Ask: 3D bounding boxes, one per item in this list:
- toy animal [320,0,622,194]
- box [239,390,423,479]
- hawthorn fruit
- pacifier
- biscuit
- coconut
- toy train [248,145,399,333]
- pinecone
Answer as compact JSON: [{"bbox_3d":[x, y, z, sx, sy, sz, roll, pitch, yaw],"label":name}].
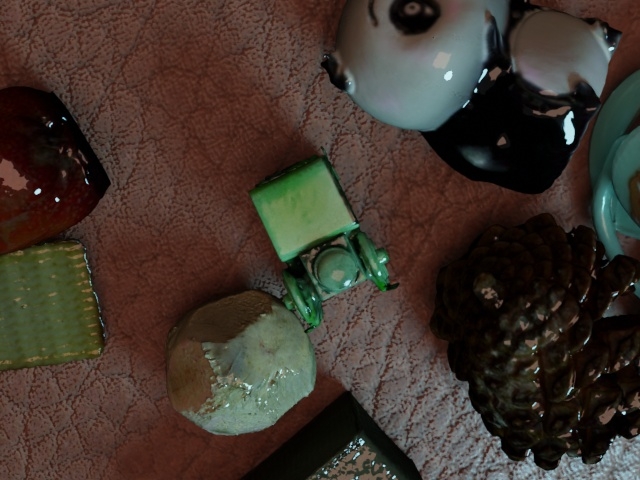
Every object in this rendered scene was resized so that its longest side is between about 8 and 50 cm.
[{"bbox_3d":[0.166,-0.203,1.374,0.310,0.251,0.250,27,98,1],"label":"toy animal"},{"bbox_3d":[-0.014,0.346,1.484,0.273,0.184,0.143,-42,100,4],"label":"box"},{"bbox_3d":[-0.375,-0.072,1.396,0.251,0.189,0.189,-30,102,24],"label":"hawthorn fruit"},{"bbox_3d":[0.490,-0.056,1.438,0.269,0.343,0.288,-3,134,-40],"label":"pacifier"},{"bbox_3d":[-0.405,0.085,1.471,0.255,0.029,0.172,-7,114,-2],"label":"biscuit"},{"bbox_3d":[-0.104,0.153,1.448,0.195,0.194,0.194,-1,101,-4],"label":"coconut"},{"bbox_3d":[0.000,0.000,1.399,0.133,0.243,0.188,-25,86,1],"label":"toy train"},{"bbox_3d":[0.290,0.127,1.423,0.242,0.298,0.295,-37,114,-25],"label":"pinecone"}]
